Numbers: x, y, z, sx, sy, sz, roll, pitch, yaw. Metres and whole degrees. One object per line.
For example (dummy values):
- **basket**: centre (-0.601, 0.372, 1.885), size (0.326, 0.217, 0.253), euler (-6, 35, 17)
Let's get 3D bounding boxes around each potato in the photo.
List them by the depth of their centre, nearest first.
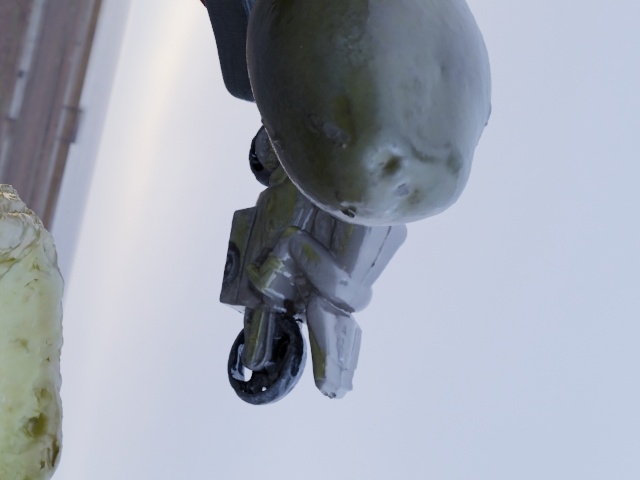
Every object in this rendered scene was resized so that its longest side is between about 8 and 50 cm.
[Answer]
- **potato**: centre (0.032, -0.104, 0.838), size (0.160, 0.178, 0.235), euler (-53, -154, 37)

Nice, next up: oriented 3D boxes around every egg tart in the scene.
- **egg tart**: centre (-0.235, 0.105, 0.696), size (0.294, 0.123, 0.294), euler (9, 90, -82)

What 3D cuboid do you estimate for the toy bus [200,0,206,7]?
- **toy bus**: centre (-0.046, -0.311, 1.359), size (0.195, 0.081, 0.089), euler (-40, -155, -4)

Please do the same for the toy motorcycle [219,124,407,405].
- **toy motorcycle**: centre (0.000, 0.000, 1.294), size (0.223, 0.108, 0.340), euler (-13, -120, 36)

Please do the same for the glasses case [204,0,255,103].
- **glasses case**: centre (-0.054, -0.287, 1.133), size (0.074, 0.131, 0.323), euler (17, -54, 51)
